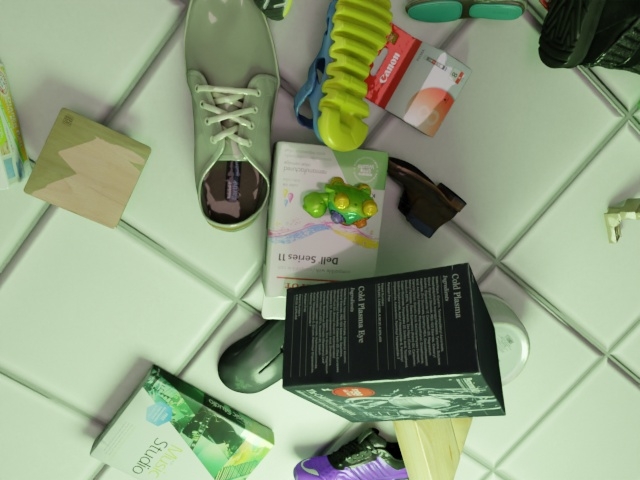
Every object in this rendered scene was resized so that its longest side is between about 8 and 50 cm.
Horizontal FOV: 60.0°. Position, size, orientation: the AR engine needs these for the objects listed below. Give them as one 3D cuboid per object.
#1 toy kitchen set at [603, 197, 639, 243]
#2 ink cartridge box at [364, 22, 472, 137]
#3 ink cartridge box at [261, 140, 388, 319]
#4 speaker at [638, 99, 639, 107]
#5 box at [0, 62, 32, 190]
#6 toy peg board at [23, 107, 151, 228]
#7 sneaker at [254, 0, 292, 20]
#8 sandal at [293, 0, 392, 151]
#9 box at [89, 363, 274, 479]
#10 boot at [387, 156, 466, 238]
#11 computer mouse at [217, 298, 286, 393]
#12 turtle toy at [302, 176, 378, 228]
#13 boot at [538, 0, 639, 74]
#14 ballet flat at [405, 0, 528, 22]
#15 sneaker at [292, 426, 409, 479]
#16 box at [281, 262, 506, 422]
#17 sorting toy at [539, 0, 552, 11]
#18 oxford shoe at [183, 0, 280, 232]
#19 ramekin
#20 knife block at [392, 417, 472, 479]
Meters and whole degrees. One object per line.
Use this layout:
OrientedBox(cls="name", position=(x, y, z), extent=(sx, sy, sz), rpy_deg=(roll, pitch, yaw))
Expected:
OrientedBox(cls="toy kitchen set", position=(0.666, -0.043, 1.188), extent=(0.068, 0.083, 0.075), rpy_deg=(-39, 117, -39))
OrientedBox(cls="ink cartridge box", position=(0.172, -0.299, 1.036), extent=(0.179, 0.045, 0.145), rpy_deg=(26, 102, -18))
OrientedBox(cls="ink cartridge box", position=(0.000, 0.000, 1.045), extent=(0.207, 0.119, 0.354), rpy_deg=(4, 100, -10))
OrientedBox(cls="speaker", position=(0.748, -0.365, 1.056), extent=(0.131, 0.131, 0.297), rpy_deg=(28, 103, -16))
OrientedBox(cls="box", position=(-0.574, -0.188, 0.920), extent=(0.103, 0.114, 0.203), rpy_deg=(-7, 109, -5))
OrientedBox(cls="toy peg board", position=(-0.412, -0.126, 0.998), extent=(0.161, 0.079, 0.161), rpy_deg=(24, 88, -16))
OrientedBox(cls="sneaker", position=(-0.064, -0.473, 0.915), extent=(0.081, 0.094, 0.209), rpy_deg=(9, 108, 31))
OrientedBox(cls="sandal", position=(0.028, -0.313, 0.967), extent=(0.126, 0.138, 0.318), rpy_deg=(19, 86, -38))
OrientedBox(cls="box", position=(-0.294, 0.441, 1.208), extent=(0.322, 0.058, 0.232), rpy_deg=(35, 101, -18))
OrientedBox(cls="boot", position=(0.184, -0.077, 1.077), extent=(0.219, 0.082, 0.106), rpy_deg=(25, 111, -33))
OrientedBox(cls="computer mouse", position=(-0.104, 0.227, 1.156), extent=(0.272, 0.072, 0.188), rpy_deg=(-43, 110, 7))
OrientedBox(cls="turtle toy", position=(0.035, -0.061, 0.940), extent=(0.130, 0.095, 0.066), rpy_deg=(12, 117, -10))
OrientedBox(cls="boot", position=(0.549, -0.451, 0.946), extent=(0.260, 0.131, 0.348), rpy_deg=(-5, 136, -15))
OrientedBox(cls="ballet flat", position=(0.259, -0.432, 0.992), extent=(0.213, 0.072, 0.068), rpy_deg=(2, 78, 5))
OrientedBox(cls="sneaker", position=(0.084, 0.494, 1.267), extent=(0.293, 0.102, 0.146), rpy_deg=(6, 105, -16))
OrientedBox(cls="box", position=(0.144, 0.204, 0.989), extent=(0.312, 0.179, 0.343), rpy_deg=(-11, 151, 20))
OrientedBox(cls="sorting toy", position=(0.373, -0.527, 0.987), extent=(0.274, 0.046, 0.132), rpy_deg=(35, 100, -17))
OrientedBox(cls="oxford shoe", position=(-0.154, -0.220, 0.969), extent=(0.169, 0.130, 0.450), rpy_deg=(0, 107, -6))
OrientedBox(cls="ramekin", position=(0.351, 0.226, 1.206), extent=(0.207, 0.109, 0.207), rpy_deg=(-2, 108, -7))
OrientedBox(cls="knife block", position=(0.208, 0.403, 1.207), extent=(0.242, 0.088, 0.276), rpy_deg=(29, 76, -28))
